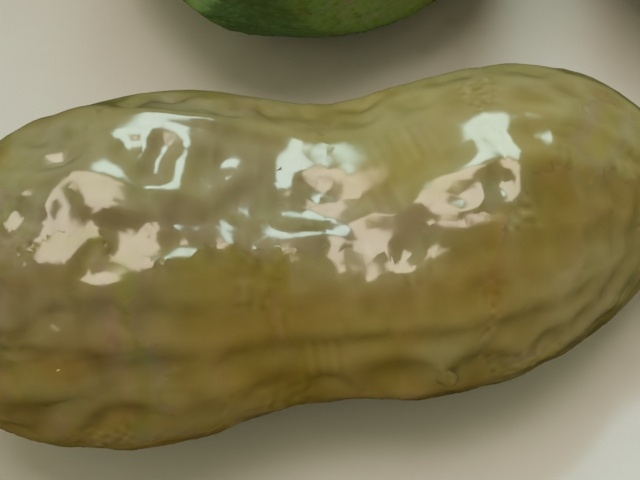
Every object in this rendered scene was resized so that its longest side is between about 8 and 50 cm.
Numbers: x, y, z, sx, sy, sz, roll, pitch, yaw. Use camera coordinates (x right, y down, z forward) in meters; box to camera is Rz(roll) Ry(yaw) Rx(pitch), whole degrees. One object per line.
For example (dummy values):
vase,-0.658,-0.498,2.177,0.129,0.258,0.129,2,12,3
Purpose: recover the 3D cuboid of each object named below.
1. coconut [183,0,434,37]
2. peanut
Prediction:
coconut,-0.006,-0.218,0.699,0.204,0.236,0.236,-16,52,-27
peanut,0.000,0.000,0.581,0.313,0.149,0.149,-10,53,-6
